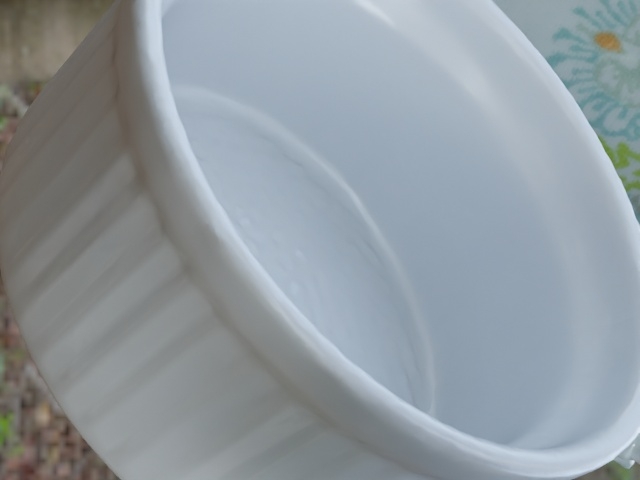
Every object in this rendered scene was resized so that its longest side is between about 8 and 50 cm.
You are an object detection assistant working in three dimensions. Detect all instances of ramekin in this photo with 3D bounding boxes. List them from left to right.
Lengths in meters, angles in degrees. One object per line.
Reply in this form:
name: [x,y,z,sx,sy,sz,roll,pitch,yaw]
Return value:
ramekin: [0.000,0.000,0.748,0.135,0.277,0.277,-39,-145,35]

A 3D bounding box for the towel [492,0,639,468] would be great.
towel: [0.129,-0.081,1.090,0.320,0.374,0.090,-55,164,-10]
